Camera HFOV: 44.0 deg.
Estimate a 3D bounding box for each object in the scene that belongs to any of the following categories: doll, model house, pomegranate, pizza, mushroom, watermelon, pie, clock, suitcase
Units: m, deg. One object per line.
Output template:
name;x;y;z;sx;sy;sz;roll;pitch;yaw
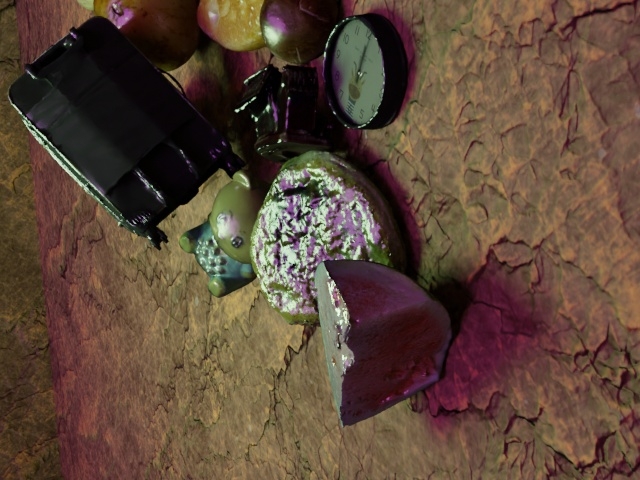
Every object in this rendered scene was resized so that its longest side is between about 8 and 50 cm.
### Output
doll;-0.152;-0.014;1.560;0.177;0.162;0.260;57;145;9
model house;-0.053;-0.228;1.384;0.203;0.141;0.164;-3;84;51
pomegranate;-0.371;-0.483;1.718;0.248;0.248;0.248;24;119;54
pizza;-0.143;-0.453;1.499;0.365;0.074;0.182;-2;99;59
mushroom;-0.030;-0.380;1.311;0.080;0.135;0.170;-59;-10;-80
watermelon;0.073;0.156;1.208;0.224;0.180;0.305;24;141;21
pie;0.000;0.000;1.335;0.323;0.071;0.323;9;104;37
clock;0.064;-0.265;1.251;0.184;0.040;0.184;25;120;53
suitcase;-0.383;-0.218;1.567;0.434;0.283;0.194;46;169;-3

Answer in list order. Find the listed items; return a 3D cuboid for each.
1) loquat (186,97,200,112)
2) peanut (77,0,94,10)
loquat;-0.366;-0.237;1.790;0.244;0.244;0.243;24;119;54
peanut;-0.585;-0.664;2.105;0.236;0.120;0.110;12;148;50
